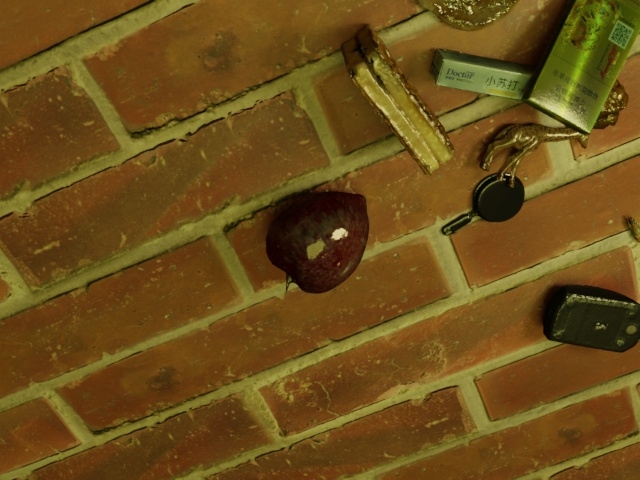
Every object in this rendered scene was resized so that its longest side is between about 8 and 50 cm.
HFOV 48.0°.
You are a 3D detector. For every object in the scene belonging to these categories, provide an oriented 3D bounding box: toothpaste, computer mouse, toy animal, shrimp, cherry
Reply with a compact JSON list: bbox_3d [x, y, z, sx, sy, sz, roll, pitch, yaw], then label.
[{"bbox_3d":[0.409,-0.369,1.627,0.313,0.089,0.071,8,122,-10],"label":"toothpaste"},{"bbox_3d":[0.745,0.206,1.960,0.269,0.100,0.170,11,112,-5],"label":"computer mouse"},{"bbox_3d":[0.513,-0.229,1.728,0.276,0.054,0.149,-31,107,4],"label":"toy animal"},{"bbox_3d":[0.847,-0.043,1.879,0.083,0.023,0.114,-41,120,13],"label":"shrimp"},{"bbox_3d":[0.000,0.000,1.729,0.300,0.203,0.230,-46,112,3],"label":"cherry"}]

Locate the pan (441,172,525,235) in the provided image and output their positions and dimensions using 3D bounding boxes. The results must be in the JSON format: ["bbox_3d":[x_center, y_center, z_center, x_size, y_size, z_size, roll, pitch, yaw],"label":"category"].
[{"bbox_3d":[0.411,-0.077,1.817,0.235,0.028,0.136,-34,115,13],"label":"pan"}]

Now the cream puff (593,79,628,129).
[{"bbox_3d":[0.655,-0.313,1.666,0.116,0.094,0.122,-10,160,-12],"label":"cream puff"}]

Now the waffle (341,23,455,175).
[{"bbox_3d":[0.169,-0.304,1.571,0.091,0.213,0.308,-35,117,17],"label":"waffle"}]

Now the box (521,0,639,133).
[{"bbox_3d":[0.585,-0.410,1.581,0.173,0.043,0.311,25,92,-14],"label":"box"}]

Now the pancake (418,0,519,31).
[{"bbox_3d":[0.325,-0.586,1.526,0.283,0.049,0.282,-3,121,-6],"label":"pancake"}]
